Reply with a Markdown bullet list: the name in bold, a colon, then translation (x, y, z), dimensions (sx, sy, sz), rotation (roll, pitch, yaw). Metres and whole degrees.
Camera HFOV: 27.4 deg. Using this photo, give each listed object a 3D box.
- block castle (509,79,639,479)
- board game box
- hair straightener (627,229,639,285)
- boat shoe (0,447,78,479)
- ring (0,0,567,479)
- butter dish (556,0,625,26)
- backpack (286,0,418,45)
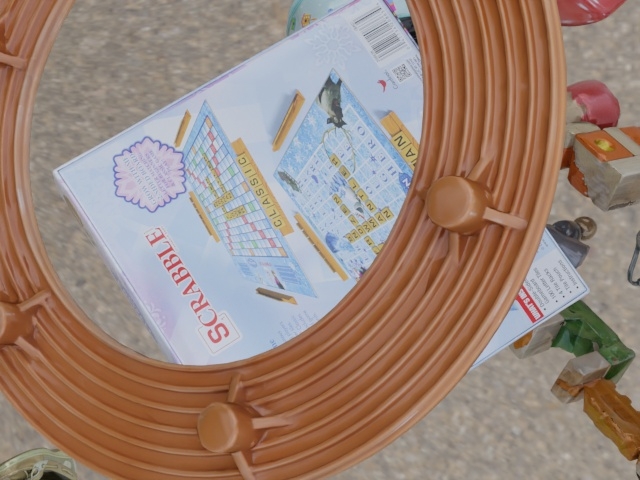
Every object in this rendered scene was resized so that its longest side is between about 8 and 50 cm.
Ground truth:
- **block castle**: translation (0.376, 0.040, 1.558), dimensions (0.213, 0.453, 0.303), rotation (-13, 137, -39)
- **board game box**: translation (0.000, 0.000, 1.080), dimensions (0.318, 0.066, 0.318), rotation (-31, 81, -13)
- **hair straightener**: translation (0.368, 0.018, 1.223), dimensions (0.230, 0.089, 0.047), rotation (-5, 122, -28)
- **boat shoe**: translation (-0.367, 0.302, 1.714), dimensions (0.056, 0.153, 0.048), rotation (-28, 74, 14)
- **ring**: translation (-0.056, -0.053, 0.587), dimensions (0.032, 0.337, 0.336), rotation (12, 93, -59)
- **butter dish**: translation (0.191, -0.231, 1.112), dimensions (0.160, 0.160, 0.118), rotation (38, 82, -28)
- **backpack**: translation (0.051, -0.253, 1.557), dimensions (0.188, 0.166, 0.144), rotation (-18, 68, -13)
